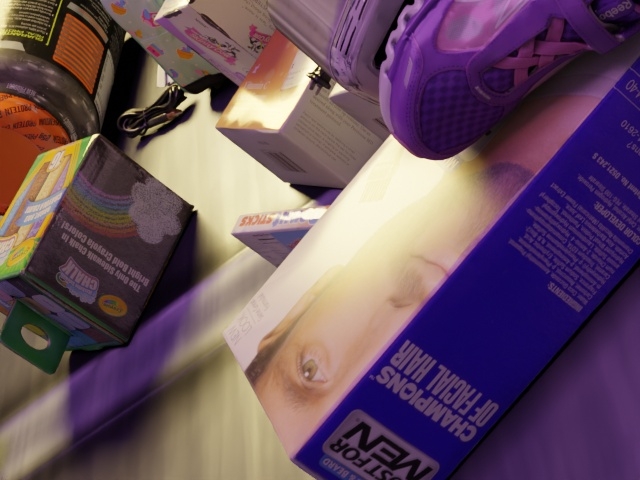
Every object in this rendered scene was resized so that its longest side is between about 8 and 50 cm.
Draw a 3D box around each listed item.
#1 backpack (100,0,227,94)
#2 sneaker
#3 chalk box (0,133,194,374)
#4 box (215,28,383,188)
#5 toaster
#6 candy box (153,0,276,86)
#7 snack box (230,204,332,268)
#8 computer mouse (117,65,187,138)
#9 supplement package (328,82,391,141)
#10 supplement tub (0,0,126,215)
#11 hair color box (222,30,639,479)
[{"bbox_3d":[-0.140,-0.273,1.605,0.144,0.188,0.166,-24,38,44],"label":"backpack"},{"bbox_3d":[0.135,-0.136,0.891,0.236,0.095,0.104,-46,36,6],"label":"sneaker"},{"bbox_3d":[-0.245,0.026,1.478,0.132,0.132,0.213,-10,48,53],"label":"chalk box"},{"bbox_3d":[0.009,-0.141,1.317,0.170,0.091,0.130,-60,27,-12],"label":"box"},{"bbox_3d":[0.056,-0.177,0.990,0.227,0.129,0.146,-60,31,16],"label":"toaster"},{"bbox_3d":[-0.040,-0.243,1.436,0.070,0.165,0.196,-9,50,55],"label":"candy box"},{"bbox_3d":[0.000,0.000,1.192,0.178,0.064,0.022,-4,53,56],"label":"snack box"},{"bbox_3d":[-0.168,-0.209,1.735,0.106,0.042,0.193,-21,41,48],"label":"computer mouse"},{"bbox_3d":[0.107,-0.159,1.161,0.179,0.105,0.105,-61,22,-16],"label":"supplement package"},{"bbox_3d":[-0.357,-0.200,1.845,0.207,0.207,0.338,-35,31,31],"label":"supplement tub"},{"bbox_3d":[0.096,-0.001,0.996,0.339,0.110,0.185,-51,28,7],"label":"hair color box"}]
